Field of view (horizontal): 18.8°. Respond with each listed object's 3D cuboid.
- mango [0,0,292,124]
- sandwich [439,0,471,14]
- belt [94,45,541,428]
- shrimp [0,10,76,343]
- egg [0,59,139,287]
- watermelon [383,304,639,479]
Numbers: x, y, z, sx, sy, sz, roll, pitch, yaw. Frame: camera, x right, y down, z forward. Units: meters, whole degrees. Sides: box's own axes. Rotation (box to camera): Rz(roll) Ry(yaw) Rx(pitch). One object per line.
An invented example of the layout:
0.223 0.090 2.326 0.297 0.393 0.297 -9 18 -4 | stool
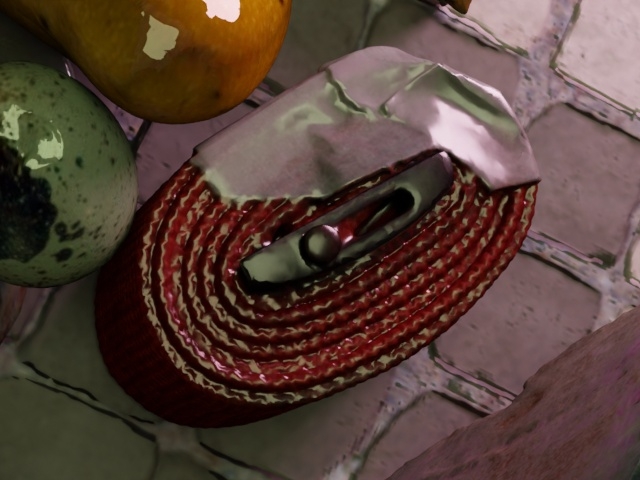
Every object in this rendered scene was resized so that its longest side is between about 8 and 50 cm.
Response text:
-0.109 -0.166 0.840 0.177 0.120 0.295 -2 62 -51 | mango
0.000 -0.239 0.937 0.245 0.063 0.212 29 72 -8 | sandwich
0.000 0.000 0.854 0.201 0.124 0.128 -33 91 -19 | belt
-0.225 -0.022 0.826 0.247 0.085 0.360 10 72 -20 | shrimp
-0.119 -0.028 0.794 0.085 0.110 0.085 -2 60 4 | egg
0.093 0.223 0.759 0.222 0.292 0.319 44 40 -14 | watermelon
